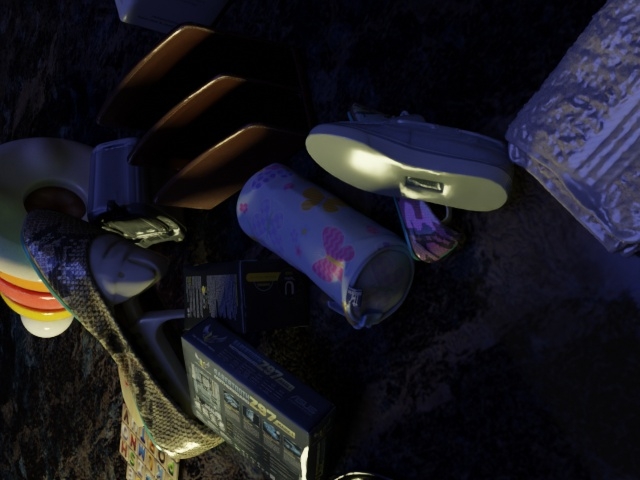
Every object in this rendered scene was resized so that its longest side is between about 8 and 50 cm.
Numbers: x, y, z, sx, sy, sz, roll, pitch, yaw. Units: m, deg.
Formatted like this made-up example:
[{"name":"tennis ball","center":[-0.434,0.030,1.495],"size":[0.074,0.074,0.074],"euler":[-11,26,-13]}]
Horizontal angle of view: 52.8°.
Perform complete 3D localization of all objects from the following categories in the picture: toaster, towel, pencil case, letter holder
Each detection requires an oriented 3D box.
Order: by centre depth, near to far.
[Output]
[{"name":"towel","center":[0.300,-0.139,0.565],"size":[0.187,0.049,0.282],"euler":[54,126,33]},{"name":"pencil case","center":[0.000,0.000,0.848],"size":[0.273,0.113,0.124],"euler":[38,133,41]},{"name":"letter holder","center":[-0.190,-0.174,0.984],"size":[0.302,0.214,0.152],"euler":[-26,70,44]},{"name":"toaster","center":[-0.330,-0.084,1.149],"size":[0.129,0.227,0.146],"euler":[-11,72,12]}]

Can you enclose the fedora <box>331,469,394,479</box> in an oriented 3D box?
[{"name":"fedora","center":[0.036,0.459,0.767],"size":[0.334,0.152,0.334],"euler":[-1,89,48]}]

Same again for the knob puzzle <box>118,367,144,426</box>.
[{"name":"knob puzzle","center":[-0.332,0.257,1.238],"size":[0.213,0.030,0.213],"euler":[-5,83,46]}]

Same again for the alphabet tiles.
[{"name":"alphabet tiles","center":[-0.345,0.431,1.286],"size":[0.237,0.009,0.198],"euler":[24,112,45]}]

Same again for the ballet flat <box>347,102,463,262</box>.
[{"name":"ballet flat","center":[0.108,-0.083,0.768],"size":[0.079,0.077,0.221],"euler":[-30,71,24]}]

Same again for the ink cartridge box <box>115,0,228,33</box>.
[{"name":"ink cartridge box","center":[-0.202,-0.575,1.043],"size":[0.395,0.166,0.285],"euler":[-39,62,40]}]

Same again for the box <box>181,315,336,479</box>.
[{"name":"box","center":[-0.088,0.233,0.889],"size":[0.232,0.059,0.183],"euler":[29,138,28]}]

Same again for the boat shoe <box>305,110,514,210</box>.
[{"name":"boat shoe","center":[0.100,-0.097,0.710],"size":[0.227,0.081,0.079],"euler":[15,147,13]}]

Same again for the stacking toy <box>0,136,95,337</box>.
[{"name":"stacking toy","center":[-0.581,0.051,1.375],"size":[0.351,0.350,0.480],"euler":[63,143,27]}]

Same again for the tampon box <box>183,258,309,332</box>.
[{"name":"tampon box","center":[-0.114,0.080,0.964],"size":[0.161,0.120,0.101],"euler":[-5,86,48]}]

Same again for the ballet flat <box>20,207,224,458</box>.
[{"name":"ballet flat","center":[-0.278,0.132,1.042],"size":[0.182,0.164,0.483],"euler":[-24,101,25]}]
